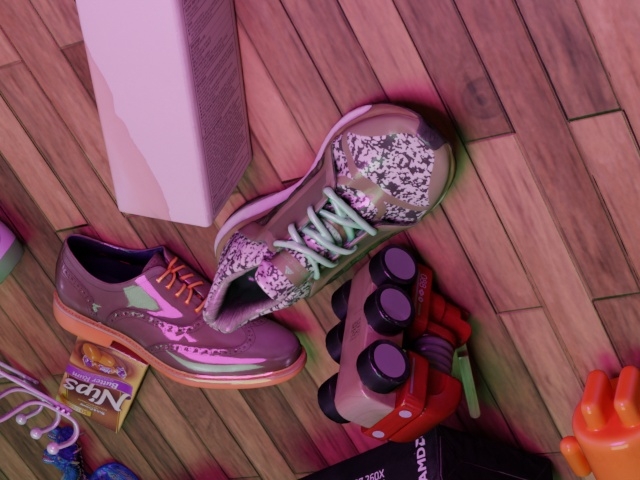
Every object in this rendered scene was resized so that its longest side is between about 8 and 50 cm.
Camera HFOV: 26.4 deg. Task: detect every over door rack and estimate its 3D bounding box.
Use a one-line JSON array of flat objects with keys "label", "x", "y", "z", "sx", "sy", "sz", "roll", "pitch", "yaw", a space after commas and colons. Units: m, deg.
[{"label": "over door rack", "x": -0.508, "y": 0.179, "z": 1.943, "sx": 0.324, "sy": 0.108, "sz": 0.239, "roll": 45, "pitch": 166, "yaw": -21}]

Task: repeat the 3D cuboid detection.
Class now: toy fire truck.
[{"label": "toy fire truck", "x": 0.128, "y": 0.158, "z": 1.654, "sx": 0.246, "sy": 0.217, "sz": 0.158, "roll": 25, "pitch": 138, "yaw": -19}]

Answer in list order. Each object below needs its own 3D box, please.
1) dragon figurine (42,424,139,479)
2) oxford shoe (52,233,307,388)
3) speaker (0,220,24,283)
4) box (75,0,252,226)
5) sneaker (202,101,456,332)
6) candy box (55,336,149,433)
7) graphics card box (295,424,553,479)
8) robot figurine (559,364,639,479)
[{"label": "dragon figurine", "x": -0.341, "y": 0.411, "z": 2.167, "sx": 0.289, "sy": 0.085, "sz": 0.144, "roll": 39, "pitch": 134, "yaw": -10}, {"label": "oxford shoe", "x": -0.190, "y": 0.091, "z": 1.789, "sx": 0.364, "sy": 0.130, "sz": 0.132, "roll": 15, "pitch": 128, "yaw": 11}, {"label": "speaker", "x": -0.546, "y": -0.042, "z": 1.829, "sx": 0.296, "sy": 0.131, "sz": 0.131, "roll": 42, "pitch": 133, "yaw": -15}, {"label": "box", "x": -0.168, "y": -0.183, "z": 1.519, "sx": 0.121, "sy": 0.148, "sz": 0.311, "roll": 10, "pitch": 131, "yaw": 17}, {"label": "sneaker", "x": 0.000, "y": 0.000, "z": 1.577, "sx": 0.158, "sy": 0.182, "sz": 0.410, "roll": 40, "pitch": 133, "yaw": -12}, {"label": "candy box", "x": -0.312, "y": 0.193, "z": 1.985, "sx": 0.109, "sy": 0.053, "sz": 0.186, "roll": 27, "pitch": 137, "yaw": 0}, {"label": "graphics card box", "x": 0.107, "y": 0.365, "z": 1.856, "sx": 0.233, "sy": 0.094, "sz": 0.371, "roll": 22, "pitch": 144, "yaw": -35}, {"label": "robot figurine", "x": 0.386, "y": 0.254, "z": 1.668, "sx": 0.158, "sy": 0.128, "sz": 0.219, "roll": -32, "pitch": 118, "yaw": -3}]
